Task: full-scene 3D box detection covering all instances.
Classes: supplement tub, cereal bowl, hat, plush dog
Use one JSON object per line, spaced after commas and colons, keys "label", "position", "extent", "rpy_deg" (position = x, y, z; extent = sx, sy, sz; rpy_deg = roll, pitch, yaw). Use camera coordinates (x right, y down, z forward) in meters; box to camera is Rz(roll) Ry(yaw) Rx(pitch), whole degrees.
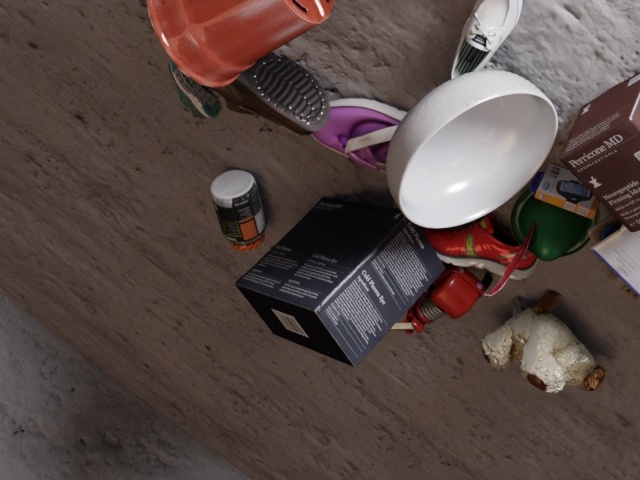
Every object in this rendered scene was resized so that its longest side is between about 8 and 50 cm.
{"label": "supplement tub", "position": [-0.201, -0.072, 2.332], "extent": [0.117, 0.117, 0.190], "rpy_deg": [13, 138, 24]}
{"label": "cereal bowl", "position": [0.264, -0.188, 1.755], "extent": [0.141, 0.339, 0.339], "rpy_deg": [59, 157, 34]}
{"label": "hat", "position": [0.452, 0.010, 1.858], "extent": [0.173, 0.183, 0.208], "rpy_deg": [20, 123, 5]}
{"label": "plush dog", "position": [0.536, 0.256, 2.155], "extent": [0.225, 0.210, 0.262], "rpy_deg": [37, 173, -28]}

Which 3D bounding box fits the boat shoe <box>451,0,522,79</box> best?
{"label": "boat shoe", "position": [0.297, -0.369, 1.681], "extent": [0.083, 0.076, 0.226], "rpy_deg": [26, 142, 8]}

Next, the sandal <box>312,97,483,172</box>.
{"label": "sandal", "position": [0.152, -0.191, 1.960], "extent": [0.416, 0.102, 0.169], "rpy_deg": [17, 140, 20]}

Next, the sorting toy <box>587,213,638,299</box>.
{"label": "sorting toy", "position": [0.612, 0.008, 1.831], "extent": [0.274, 0.132, 0.046], "rpy_deg": [57, 179, -29]}

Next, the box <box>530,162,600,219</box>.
{"label": "box", "position": [0.485, -0.101, 1.839], "extent": [0.136, 0.081, 0.028], "rpy_deg": [23, 146, 12]}

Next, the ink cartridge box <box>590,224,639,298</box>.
{"label": "ink cartridge box", "position": [0.726, 0.017, 1.752], "extent": [0.303, 0.072, 0.307], "rpy_deg": [42, 128, -15]}

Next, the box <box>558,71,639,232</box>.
{"label": "box", "position": [0.566, -0.158, 1.648], "extent": [0.203, 0.167, 0.168], "rpy_deg": [42, 142, -12]}

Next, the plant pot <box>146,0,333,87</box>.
{"label": "plant pot", "position": [-0.136, -0.458, 1.761], "extent": [0.265, 0.272, 0.272], "rpy_deg": [-15, 123, 35]}

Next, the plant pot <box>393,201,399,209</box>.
{"label": "plant pot", "position": [0.223, -0.083, 2.051], "extent": [0.081, 0.081, 0.083], "rpy_deg": [-7, 139, 40]}

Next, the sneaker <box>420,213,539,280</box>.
{"label": "sneaker", "position": [0.346, -0.007, 2.053], "extent": [0.279, 0.107, 0.118], "rpy_deg": [14, 120, 19]}

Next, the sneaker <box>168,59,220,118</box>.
{"label": "sneaker", "position": [-0.306, -0.344, 2.154], "extent": [0.076, 0.065, 0.166], "rpy_deg": [-5, 127, 44]}

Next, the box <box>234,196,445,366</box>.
{"label": "box", "position": [0.040, 0.080, 2.093], "extent": [0.343, 0.312, 0.179], "rpy_deg": [14, 144, 55]}

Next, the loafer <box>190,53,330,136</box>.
{"label": "loafer", "position": [-0.138, -0.331, 2.007], "extent": [0.366, 0.134, 0.130], "rpy_deg": [35, 148, 13]}

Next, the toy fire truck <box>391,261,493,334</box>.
{"label": "toy fire truck", "position": [0.245, 0.145, 2.146], "extent": [0.158, 0.246, 0.217], "rpy_deg": [41, 142, -11]}
